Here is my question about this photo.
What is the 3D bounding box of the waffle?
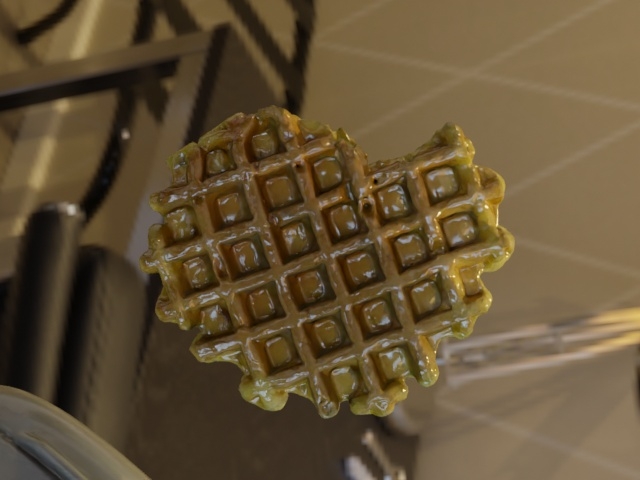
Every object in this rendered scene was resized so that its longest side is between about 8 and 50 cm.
[{"bbox_3d":[0.000,0.000,1.099,0.253,0.249,0.056,38,2,6],"label":"waffle"}]

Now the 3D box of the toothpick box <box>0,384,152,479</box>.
[{"bbox_3d":[-0.173,0.214,0.526,0.316,0.229,0.229,-41,126,-24],"label":"toothpick box"}]
